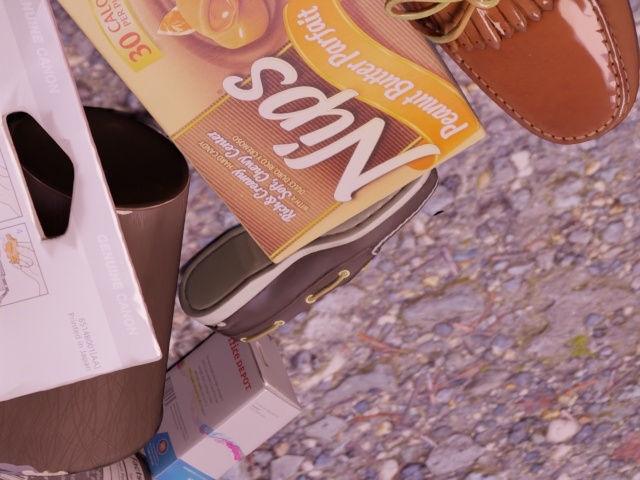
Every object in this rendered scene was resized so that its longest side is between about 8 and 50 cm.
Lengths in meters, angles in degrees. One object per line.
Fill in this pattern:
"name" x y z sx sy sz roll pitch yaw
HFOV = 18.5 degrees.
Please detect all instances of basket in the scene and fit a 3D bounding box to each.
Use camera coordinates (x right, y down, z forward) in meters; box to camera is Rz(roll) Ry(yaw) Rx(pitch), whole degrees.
"basket" -0.182 0.032 1.398 0.204 0.154 0.227 -5 129 -33

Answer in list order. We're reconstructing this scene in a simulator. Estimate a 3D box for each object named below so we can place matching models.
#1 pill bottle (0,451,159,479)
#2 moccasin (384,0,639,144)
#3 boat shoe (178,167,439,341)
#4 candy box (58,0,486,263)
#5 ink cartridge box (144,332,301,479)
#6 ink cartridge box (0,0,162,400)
"pill bottle" -0.220 0.220 1.540 0.278 0.162 0.162 27 117 -37
"moccasin" 0.080 -0.206 1.204 0.139 0.147 0.380 -17 121 25
"boat shoe" 0.000 0.000 1.488 0.228 0.081 0.069 -32 137 19
"candy box" -0.038 -0.142 1.334 0.183 0.087 0.316 -31 134 8
"ink cartridge box" -0.083 0.132 1.565 0.122 0.088 0.052 -40 132 16
"ink cartridge box" -0.268 -0.026 1.274 0.261 0.066 0.296 -16 109 -1
